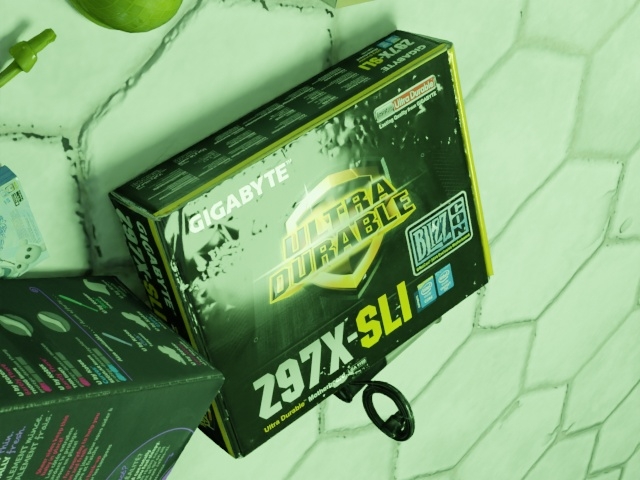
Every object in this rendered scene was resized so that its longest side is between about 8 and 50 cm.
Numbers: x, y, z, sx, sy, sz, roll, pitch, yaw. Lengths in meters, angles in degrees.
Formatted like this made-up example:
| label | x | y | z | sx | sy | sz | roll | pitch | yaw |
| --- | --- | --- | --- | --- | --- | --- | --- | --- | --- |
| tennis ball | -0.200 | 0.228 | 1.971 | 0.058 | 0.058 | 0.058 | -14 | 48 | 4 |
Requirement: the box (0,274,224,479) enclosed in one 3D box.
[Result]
| label | x | y | z | sx | sy | sz | roll | pitch | yaw |
| --- | --- | --- | --- | --- | --- | --- | --- | --- | --- |
| box | -0.228 | 0.131 | 0.887 | 0.270 | 0.143 | 0.165 | 1 | 123 | -59 |

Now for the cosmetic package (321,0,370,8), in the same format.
| label | x | y | z | sx | sy | sz | roll | pitch | yaw |
| --- | --- | --- | --- | --- | --- | --- | --- | --- | --- |
| cosmetic package | 0.038 | -0.223 | 0.968 | 0.115 | 0.060 | 0.041 | -19 | 136 | -36 |

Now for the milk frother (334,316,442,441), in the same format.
| label | x | y | z | sx | sy | sz | roll | pitch | yaw |
| --- | --- | --- | --- | --- | --- | --- | --- | --- | --- |
| milk frother | 0.074 | 0.115 | 1.246 | 0.135 | 0.143 | 0.129 | -40 | 180 | -16 |

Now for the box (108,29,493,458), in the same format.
| label | x | y | z | sx | sy | sz | roll | pitch | yaw |
| --- | --- | --- | --- | --- | --- | --- | --- | --- | --- |
| box | 0.000 | 0.000 | 1.063 | 0.322 | 0.079 | 0.257 | -32 | 128 | -26 |

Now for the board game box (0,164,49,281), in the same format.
| label | x | y | z | sx | sy | sz | roll | pitch | yaw |
| --- | --- | --- | --- | --- | --- | --- | --- | --- | --- |
| board game box | -0.249 | 0.003 | 0.880 | 0.090 | 0.020 | 0.090 | -36 | 144 | -23 |

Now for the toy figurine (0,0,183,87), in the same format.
| label | x | y | z | sx | sy | sz | roll | pitch | yaw |
| --- | --- | --- | --- | --- | --- | --- | --- | --- | --- |
| toy figurine | -0.125 | -0.194 | 0.660 | 0.191 | 0.217 | 0.362 | -37 | 144 | -20 |

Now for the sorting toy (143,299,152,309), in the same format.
| label | x | y | z | sx | sy | sz | roll | pitch | yaw |
| --- | --- | --- | --- | --- | --- | --- | --- | --- | --- |
| sorting toy | -0.101 | 0.086 | 1.128 | 0.208 | 0.038 | 0.193 | -37 | 145 | -28 |
